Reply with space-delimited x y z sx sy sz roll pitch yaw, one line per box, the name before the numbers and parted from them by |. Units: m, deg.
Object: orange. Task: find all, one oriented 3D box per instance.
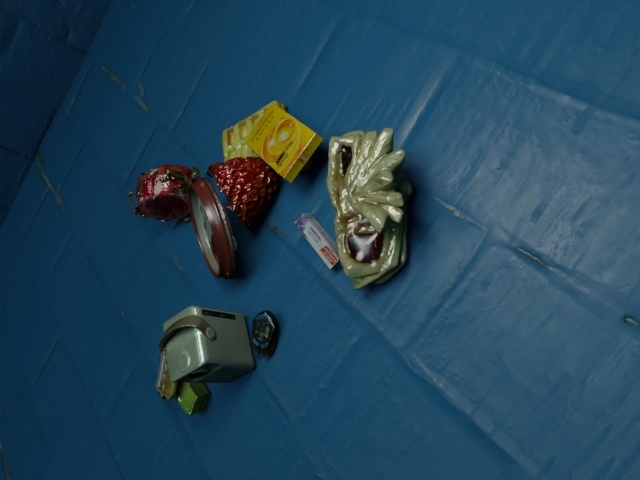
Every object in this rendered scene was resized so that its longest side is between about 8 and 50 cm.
orange | -0.062 -0.235 1.422 0.083 0.083 0.084 -12 70 36

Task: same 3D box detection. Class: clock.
clock | -0.319 -0.036 1.486 0.318 0.080 0.318 50 149 45

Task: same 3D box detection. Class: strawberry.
strawberry | -0.218 -0.165 1.483 0.178 0.234 0.234 -32 55 -5

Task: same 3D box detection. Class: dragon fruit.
dragon fruit | -0.528 -0.147 1.684 0.282 0.211 0.147 -18 73 11

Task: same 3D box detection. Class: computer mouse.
computer mouse | -0.152 0.260 1.375 0.079 0.047 0.135 12 94 33

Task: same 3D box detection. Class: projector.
projector | -0.320 0.295 1.372 0.163 0.242 0.177 -33 58 25

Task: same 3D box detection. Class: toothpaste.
toothpaste | 0.000 0.000 1.332 0.047 0.040 0.196 -51 53 18

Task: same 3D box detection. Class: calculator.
calculator | -0.477 0.419 1.550 0.236 0.033 0.157 -12 68 62

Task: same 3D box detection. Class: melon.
melon | -0.379 0.412 1.503 0.118 0.064 0.210 11 82 41

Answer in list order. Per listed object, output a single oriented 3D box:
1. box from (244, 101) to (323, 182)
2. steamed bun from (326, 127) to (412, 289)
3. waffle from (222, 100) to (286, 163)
box | -0.113 -0.286 1.406 0.152 0.043 0.269 -54 44 8
steamed bun | 0.120 -0.115 1.182 0.247 0.189 0.428 -15 67 27
waffle | -0.214 -0.321 1.581 0.274 0.057 0.168 -18 67 33
